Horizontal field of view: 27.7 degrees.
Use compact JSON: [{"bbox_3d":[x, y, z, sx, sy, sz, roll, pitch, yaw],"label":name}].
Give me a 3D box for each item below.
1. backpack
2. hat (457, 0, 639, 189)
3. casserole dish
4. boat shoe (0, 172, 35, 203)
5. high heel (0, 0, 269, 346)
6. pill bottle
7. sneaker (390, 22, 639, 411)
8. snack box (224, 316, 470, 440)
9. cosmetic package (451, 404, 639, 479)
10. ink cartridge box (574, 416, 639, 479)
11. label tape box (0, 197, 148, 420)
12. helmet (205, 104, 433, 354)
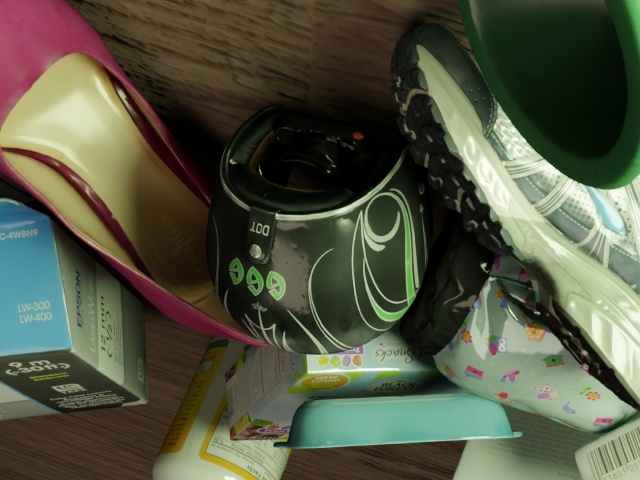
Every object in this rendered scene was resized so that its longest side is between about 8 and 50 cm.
[{"bbox_3d":[0.159,0.058,0.938,0.182,0.115,0.152,21,148,-4],"label":"backpack"},{"bbox_3d":[0.199,-0.134,0.690,0.208,0.184,0.173,54,161,36],"label":"hat"},{"bbox_3d":[0.057,0.136,0.983,0.188,0.037,0.114,-3,172,-3],"label":"casserole dish"},{"bbox_3d":[-0.285,-0.118,1.008,0.076,0.083,0.226,-28,133,26],"label":"boat shoe"},{"bbox_3d":[-0.139,-0.052,0.911,0.181,0.127,0.377,36,174,32],"label":"high heel"},{"bbox_3d":[-0.089,0.199,1.236,0.118,0.208,0.117,17,150,10],"label":"pill bottle"},{"bbox_3d":[0.156,-0.033,0.821,0.283,0.122,0.110,51,174,-9],"label":"sneaker"},{"bbox_3d":[0.031,0.111,1.088,0.175,0.070,0.207,1,156,-20],"label":"snack box"},{"bbox_3d":[0.191,0.265,1.118,0.138,0.224,0.224,9,141,22],"label":"cosmetic package"},{"bbox_3d":[0.325,0.138,0.940,0.225,0.056,0.181,3,149,-40],"label":"ink cartridge box"},{"bbox_3d":[-0.315,0.074,1.124,0.249,0.115,0.347,-7,163,6],"label":"label tape box"},{"bbox_3d":[0.000,0.000,0.913,0.169,0.169,0.161,12,135,19],"label":"helmet"}]
